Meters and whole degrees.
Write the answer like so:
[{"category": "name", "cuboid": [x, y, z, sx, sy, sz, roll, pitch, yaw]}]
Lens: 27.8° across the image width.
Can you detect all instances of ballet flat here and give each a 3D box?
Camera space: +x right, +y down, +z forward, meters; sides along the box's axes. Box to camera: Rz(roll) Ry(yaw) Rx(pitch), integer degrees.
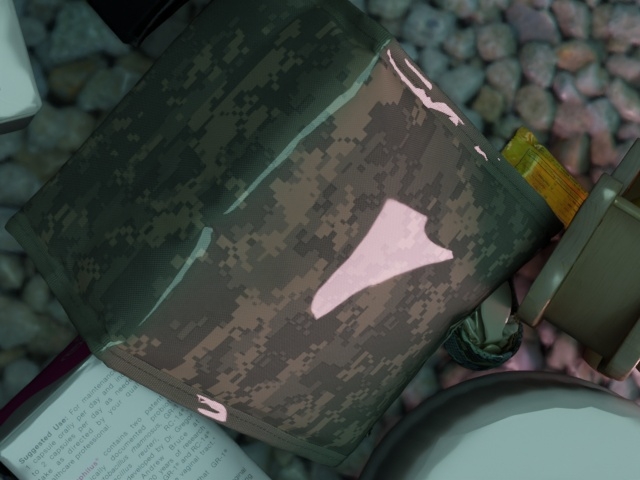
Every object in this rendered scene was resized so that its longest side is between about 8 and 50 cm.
[{"category": "ballet flat", "cuboid": [0.115, 0.001, 0.930, 0.070, 0.070, 0.188, -11, 94, -16]}]

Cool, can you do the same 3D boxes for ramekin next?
[{"category": "ramekin", "cuboid": [0.154, 0.224, 0.872, 0.277, 0.135, 0.277, 0, 82, -2]}]

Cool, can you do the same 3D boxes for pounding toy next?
[{"category": "pounding toy", "cuboid": [0.234, 0.028, 0.859, 0.155, 0.269, 0.154, 33, 92, 11]}]

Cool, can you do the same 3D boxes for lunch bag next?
[{"category": "lunch bag", "cuboid": [0.000, 0.000, 0.803, 0.235, 0.169, 0.287, -48, 136, 3]}]

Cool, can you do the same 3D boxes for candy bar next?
[{"category": "candy bar", "cuboid": [0.196, -0.018, 0.977, 0.161, 0.018, 0.040, 43, 83, -14]}]

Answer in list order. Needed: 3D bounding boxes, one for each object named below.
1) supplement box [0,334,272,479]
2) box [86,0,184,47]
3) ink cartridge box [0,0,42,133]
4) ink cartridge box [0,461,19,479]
[{"category": "supplement box", "cuboid": [-0.102, 0.166, 0.844, 0.114, 0.111, 0.220, -46, 103, -11]}, {"category": "box", "cuboid": [-0.018, -0.333, 0.763, 0.395, 0.293, 0.212, -43, 102, -12]}, {"category": "ink cartridge box", "cuboid": [-0.299, -0.123, 0.747, 0.233, 0.168, 0.171, -15, 96, -16]}, {"category": "ink cartridge box", "cuboid": [-0.249, 0.194, 0.817, 0.231, 0.078, 0.134, 45, 80, -13]}]
